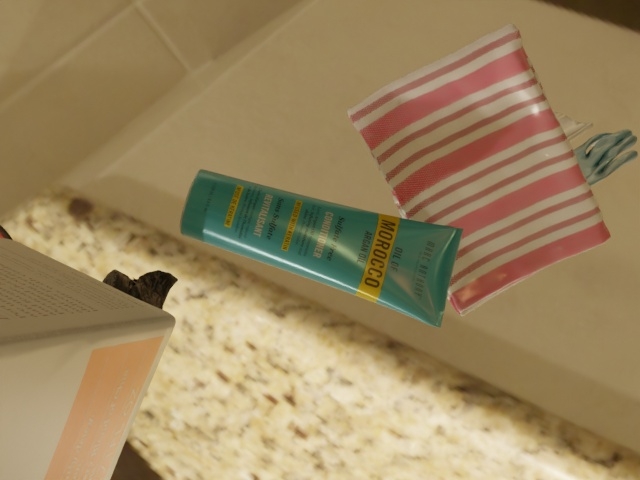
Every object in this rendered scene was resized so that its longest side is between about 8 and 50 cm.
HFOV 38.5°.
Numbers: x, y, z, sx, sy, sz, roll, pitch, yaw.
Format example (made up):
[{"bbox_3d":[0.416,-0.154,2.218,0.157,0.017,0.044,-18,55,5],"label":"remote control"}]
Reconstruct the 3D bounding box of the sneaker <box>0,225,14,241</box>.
[{"bbox_3d":[-0.411,-0.004,0.864,0.116,0.136,0.314,13,154,29],"label":"sneaker"}]

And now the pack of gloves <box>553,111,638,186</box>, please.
[{"bbox_3d":[0.205,-0.067,0.968,0.046,0.232,0.195,54,174,-21],"label":"pack of gloves"}]

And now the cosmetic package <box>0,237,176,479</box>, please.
[{"bbox_3d":[-0.261,0.121,0.492,0.161,0.230,0.453,23,-177,12],"label":"cosmetic package"}]

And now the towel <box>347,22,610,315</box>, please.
[{"bbox_3d":[0.127,-0.051,0.713,0.144,0.029,0.197,-28,109,5],"label":"towel"}]

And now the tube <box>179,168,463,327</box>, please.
[{"bbox_3d":[0.000,0.000,0.692,0.207,0.080,0.052,16,168,0],"label":"tube"}]

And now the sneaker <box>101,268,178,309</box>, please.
[{"bbox_3d":[-0.230,0.100,1.110,0.051,0.170,0.089,-27,133,36],"label":"sneaker"}]
